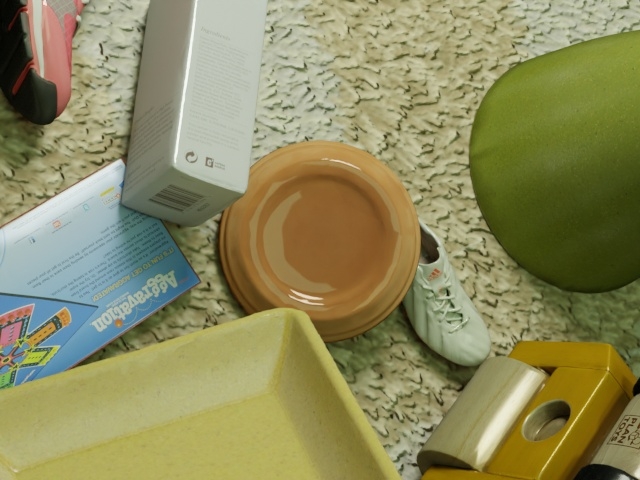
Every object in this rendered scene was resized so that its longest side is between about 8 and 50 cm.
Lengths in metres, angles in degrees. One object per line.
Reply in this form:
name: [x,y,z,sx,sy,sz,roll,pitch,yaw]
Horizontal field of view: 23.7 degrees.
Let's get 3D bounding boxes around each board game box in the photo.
board game box: [-0.258,0.051,1.397,0.281,0.027,0.145,-33,91,-28]

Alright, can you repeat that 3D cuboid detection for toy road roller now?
toy road roller: [0.276,0.246,1.461,0.202,0.329,0.241,-50,119,-26]

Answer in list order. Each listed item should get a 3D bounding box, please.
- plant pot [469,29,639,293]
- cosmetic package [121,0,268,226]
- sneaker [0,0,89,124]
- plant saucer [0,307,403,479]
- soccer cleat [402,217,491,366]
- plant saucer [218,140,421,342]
plant pot: [0.346,-0.107,1.575,0.274,0.293,0.275,6,75,-25]
cosmetic package: [-0.117,-0.142,1.447,0.085,0.117,0.231,19,65,-27]
sneaker: [-0.241,-0.263,1.434,0.136,0.116,0.314,-1,78,-27]
plant saucer: [-0.117,0.215,1.246,0.332,0.333,0.081,-16,126,-12]
soccer cleat: [0.112,0.046,1.547,0.068,0.076,0.196,-39,96,-28]
plant saucer: [0.000,0.000,1.485,0.199,0.037,0.200,0,86,-2]
